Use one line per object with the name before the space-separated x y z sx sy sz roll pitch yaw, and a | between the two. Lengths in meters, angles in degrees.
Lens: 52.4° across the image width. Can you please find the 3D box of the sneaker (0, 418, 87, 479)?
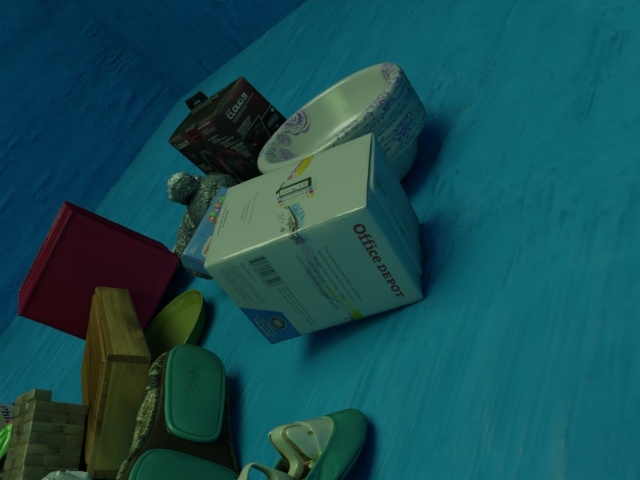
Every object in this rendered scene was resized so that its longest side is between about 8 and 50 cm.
sneaker | -0.556 0.493 1.058 0.483 0.202 0.185 -50 -4 -26

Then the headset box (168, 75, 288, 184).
headset box | -0.152 -0.185 1.316 0.218 0.293 0.110 -12 42 54

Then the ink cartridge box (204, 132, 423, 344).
ink cartridge box | 0.000 0.000 0.871 0.233 0.171 0.168 -19 37 21

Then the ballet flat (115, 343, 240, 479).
ballet flat | -0.187 0.312 0.841 0.483 0.164 0.182 -120 52 -71

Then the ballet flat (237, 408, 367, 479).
ballet flat | -0.031 0.240 0.658 0.083 0.087 0.247 -22 19 44

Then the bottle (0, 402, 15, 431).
bottle | -0.599 0.376 1.264 0.092 0.283 0.118 -45 64 19

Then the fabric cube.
fabric cube | -0.521 0.082 1.513 0.254 0.258 0.259 -65 25 -2

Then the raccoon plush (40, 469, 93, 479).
raccoon plush | -0.345 0.474 0.730 0.299 0.216 0.446 -10 52 58

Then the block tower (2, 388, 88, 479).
block tower | -0.442 0.409 1.009 0.091 0.097 0.335 -26 56 40

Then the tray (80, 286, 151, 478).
tray | -0.385 0.234 1.187 0.411 0.076 0.203 -154 73 -65

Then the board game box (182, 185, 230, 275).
board game box | -0.094 0.006 1.060 0.039 0.211 0.160 103 -173 -52

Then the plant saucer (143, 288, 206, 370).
plant saucer | -0.303 0.205 1.294 0.241 0.037 0.241 -38 25 22

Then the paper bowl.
paper bowl | 0.046 -0.155 1.088 0.284 0.148 0.284 -29 26 16

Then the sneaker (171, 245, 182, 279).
sneaker | -0.351 0.033 1.613 0.152 0.054 0.061 -46 21 7

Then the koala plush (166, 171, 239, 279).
koala plush | -0.193 -0.047 1.229 0.221 0.196 0.203 109 -177 -65
